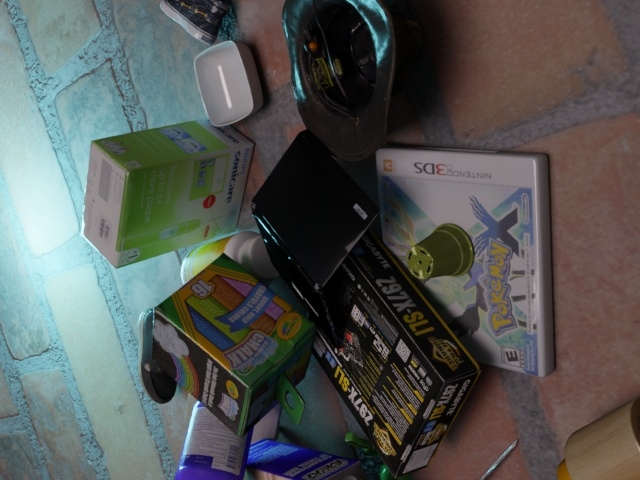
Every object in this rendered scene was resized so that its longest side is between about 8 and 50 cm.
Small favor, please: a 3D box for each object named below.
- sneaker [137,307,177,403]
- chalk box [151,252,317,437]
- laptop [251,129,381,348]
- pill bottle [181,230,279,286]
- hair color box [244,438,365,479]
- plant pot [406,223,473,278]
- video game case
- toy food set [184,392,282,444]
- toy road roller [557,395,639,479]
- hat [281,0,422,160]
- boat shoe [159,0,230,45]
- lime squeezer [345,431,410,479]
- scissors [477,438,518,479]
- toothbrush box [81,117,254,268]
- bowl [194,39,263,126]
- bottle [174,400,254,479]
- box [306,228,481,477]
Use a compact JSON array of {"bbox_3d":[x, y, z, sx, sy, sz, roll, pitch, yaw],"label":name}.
[{"bbox_3d":[-0.338,0.263,2.058,0.118,0.083,0.222,7,108,44],"label":"sneaker"},{"bbox_3d":[-0.128,0.199,1.618,0.289,0.179,0.180,37,144,17],"label":"chalk box"},{"bbox_3d":[0.000,0.000,1.526,0.234,0.137,0.264,51,166,38],"label":"laptop"},{"bbox_3d":[-0.162,0.049,1.772,0.215,0.117,0.117,-17,91,48],"label":"pill bottle"},{"bbox_3d":[-0.038,0.468,1.640,0.339,0.110,0.185,-9,98,57],"label":"hair color box"},{"bbox_3d":[0.171,0.024,1.391,0.083,0.079,0.083,17,115,41],"label":"plant pot"},{"bbox_3d":[0.215,0.024,1.430,0.300,0.036,0.329,9,111,44],"label":"video game case"},{"bbox_3d":[-0.144,0.292,1.859,0.220,0.092,0.306,23,113,28],"label":"toy food set"},{"bbox_3d":[0.426,0.387,1.187,0.329,0.241,0.202,57,136,15],"label":"toy road roller"},{"bbox_3d":[0.069,-0.277,1.403,0.331,0.134,0.331,43,141,49],"label":"hat"},{"bbox_3d":[-0.226,-0.427,1.718,0.083,0.065,0.183,-57,47,11],"label":"boat shoe"},{"bbox_3d":[0.121,0.407,1.626,0.110,0.059,0.310,-101,-14,-60],"label":"lime squeezer"},{"bbox_3d":[0.239,0.421,1.546,0.021,0.109,0.297,39,106,16],"label":"scissors"},{"bbox_3d":[-0.280,-0.094,1.720,0.122,0.283,0.206,37,128,30],"label":"toothbrush box"},{"bbox_3d":[-0.160,-0.285,1.698,0.142,0.053,0.142,-11,96,47],"label":"bowl"},{"bbox_3d":[-0.177,0.331,1.677,0.118,0.282,0.092,11,139,-2],"label":"bottle"},{"bbox_3d":[0.099,0.178,1.518,0.322,0.079,0.257,53,144,34],"label":"box"}]
